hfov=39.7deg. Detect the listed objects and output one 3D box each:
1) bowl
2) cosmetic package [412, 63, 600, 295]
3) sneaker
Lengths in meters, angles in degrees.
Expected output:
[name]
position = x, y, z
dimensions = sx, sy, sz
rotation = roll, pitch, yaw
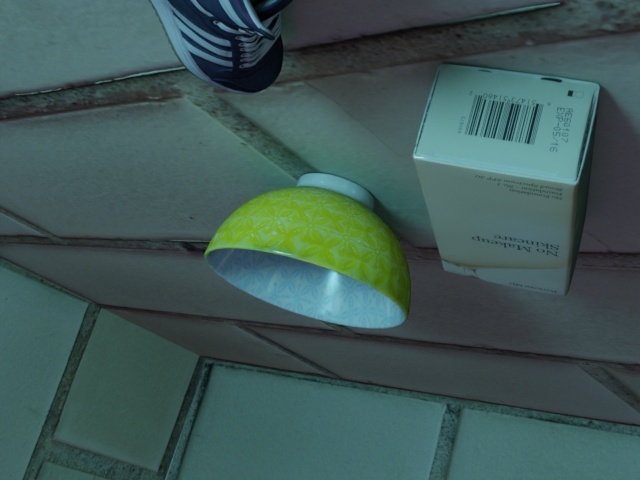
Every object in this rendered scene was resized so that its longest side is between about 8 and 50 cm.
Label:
[bowl]
position = 0.000, 0.000, 1.230
dimensions = 0.289, 0.156, 0.289
rotation = 16, 163, 5
[cosmetic package]
position = 0.204, -0.053, 0.955
dimensions = 0.160, 0.113, 0.309
rotation = 11, 160, 19
[sneaker]
position = -0.057, -0.193, 0.752
dimensions = 0.153, 0.099, 0.282
rotation = 26, 168, 26
